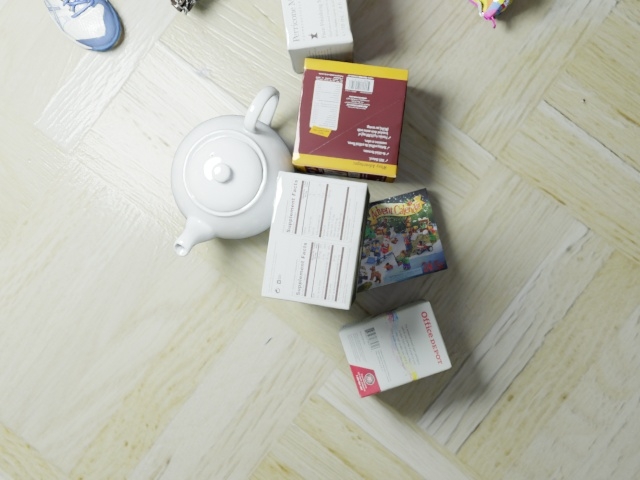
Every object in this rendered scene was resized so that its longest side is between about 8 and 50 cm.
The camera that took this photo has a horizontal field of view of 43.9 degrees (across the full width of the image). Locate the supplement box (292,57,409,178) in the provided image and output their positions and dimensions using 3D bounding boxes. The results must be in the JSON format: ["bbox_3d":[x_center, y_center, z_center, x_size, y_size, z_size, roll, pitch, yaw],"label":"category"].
[{"bbox_3d":[0.057,-0.218,1.475,0.191,0.129,0.194,7,90,2],"label":"supplement box"}]

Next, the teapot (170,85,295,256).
[{"bbox_3d":[-0.164,-0.124,1.457,0.252,0.187,0.256,-16,88,2],"label":"teapot"}]

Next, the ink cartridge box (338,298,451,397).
[{"bbox_3d":[0.136,0.195,1.467,0.176,0.127,0.128,-18,88,3],"label":"ink cartridge box"}]

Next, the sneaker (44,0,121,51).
[{"bbox_3d":[-0.501,-0.486,1.507,0.112,0.131,0.296,-41,89,0],"label":"sneaker"}]

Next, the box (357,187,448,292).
[{"bbox_3d":[0.108,0.007,1.512,0.233,0.044,0.159,-15,89,3],"label":"box"}]

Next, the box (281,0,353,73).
[{"bbox_3d":[-0.009,-0.420,1.455,0.119,0.182,0.181,-8,89,2],"label":"box"}]

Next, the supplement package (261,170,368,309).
[{"bbox_3d":[0.000,0.000,1.363,0.145,0.262,0.204,8,90,4],"label":"supplement package"}]

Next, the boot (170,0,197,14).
[{"bbox_3d":[-0.191,-0.516,1.487,0.263,0.091,0.229,39,90,36],"label":"boot"}]

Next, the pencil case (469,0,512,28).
[{"bbox_3d":[0.268,-0.511,1.486,0.236,0.104,0.104,42,91,4],"label":"pencil case"}]
